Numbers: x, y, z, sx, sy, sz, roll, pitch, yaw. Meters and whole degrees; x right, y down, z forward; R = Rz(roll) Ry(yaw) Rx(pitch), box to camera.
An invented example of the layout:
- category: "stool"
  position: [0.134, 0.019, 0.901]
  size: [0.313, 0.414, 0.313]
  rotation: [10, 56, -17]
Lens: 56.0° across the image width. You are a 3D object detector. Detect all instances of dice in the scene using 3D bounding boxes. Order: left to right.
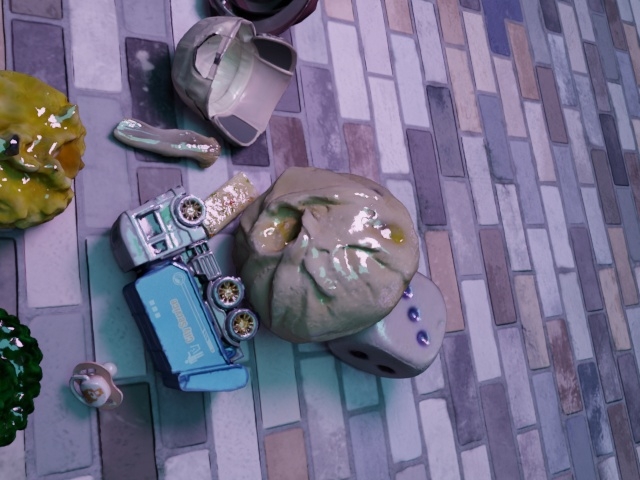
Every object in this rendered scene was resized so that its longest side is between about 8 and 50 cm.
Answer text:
- category: "dice"
  position: [0.134, 0.167, 1.253]
  size: [0.192, 0.194, 0.193]
  rotation: [34, 60, -23]

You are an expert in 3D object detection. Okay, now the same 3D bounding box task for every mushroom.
- category: "mushroom"
  position: [-0.294, -0.189, 1.159]
  size: [0.202, 0.054, 0.059]
  rotation: [10, 67, -25]

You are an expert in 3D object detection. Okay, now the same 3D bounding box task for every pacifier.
- category: "pacifier"
  position: [-0.366, 0.231, 0.997]
  size: [0.078, 0.081, 0.099]
  rotation: [-71, 148, -60]

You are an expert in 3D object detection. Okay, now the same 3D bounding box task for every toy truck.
- category: "toy truck"
  position: [-0.238, 0.097, 1.059]
  size: [0.175, 0.146, 0.367]
  rotation: [-24, 91, -31]

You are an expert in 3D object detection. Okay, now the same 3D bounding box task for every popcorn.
- category: "popcorn"
  position: [-0.472, -0.140, 0.922]
  size: [0.249, 0.225, 0.249]
  rotation: [14, 65, -32]

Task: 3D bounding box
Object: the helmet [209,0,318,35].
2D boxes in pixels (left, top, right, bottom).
- category: "helmet"
  position: [-0.101, -0.577, 1.274]
  size: [0.338, 0.271, 0.197]
  rotation: [68, 23, 3]

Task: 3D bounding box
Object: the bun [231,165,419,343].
- category: "bun"
  position: [0.000, 0.000, 1.123]
  size: [0.219, 0.365, 0.365]
  rotation: [69, 38, -55]

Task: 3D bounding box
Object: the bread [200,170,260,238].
- category: "bread"
  position: [-0.189, -0.073, 1.207]
  size: [0.068, 0.028, 0.153]
  rotation: [51, 55, -9]

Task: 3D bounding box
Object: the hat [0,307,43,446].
- category: "hat"
  position: [-0.490, 0.173, 0.761]
  size: [0.274, 0.332, 0.242]
  rotation: [8, 72, -29]

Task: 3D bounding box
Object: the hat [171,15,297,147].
- category: "hat"
  position: [-0.172, -0.327, 1.209]
  size: [0.275, 0.161, 0.232]
  rotation: [19, 106, -49]
